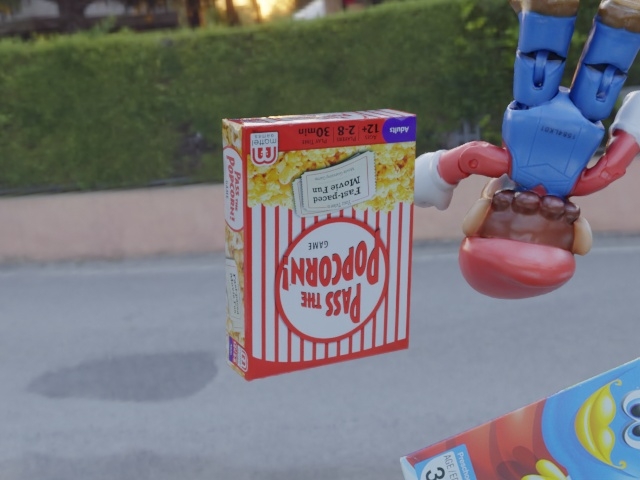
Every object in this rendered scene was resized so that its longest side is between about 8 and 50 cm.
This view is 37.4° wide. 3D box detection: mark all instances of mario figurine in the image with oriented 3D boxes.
[{"bbox_3d":[0.210,-0.093,0.931,0.198,0.320,0.170,30,29,34],"label":"mario figurine"}]

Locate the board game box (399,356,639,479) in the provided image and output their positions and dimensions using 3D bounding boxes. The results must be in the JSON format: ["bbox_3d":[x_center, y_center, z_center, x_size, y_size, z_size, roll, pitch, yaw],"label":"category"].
[{"bbox_3d":[0.200,0.127,0.418,0.275,0.144,0.142,-26,50,15],"label":"board game box"}]

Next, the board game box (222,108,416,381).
[{"bbox_3d":[0.000,0.000,0.729,0.147,0.193,0.045,-8,18,-28],"label":"board game box"}]
